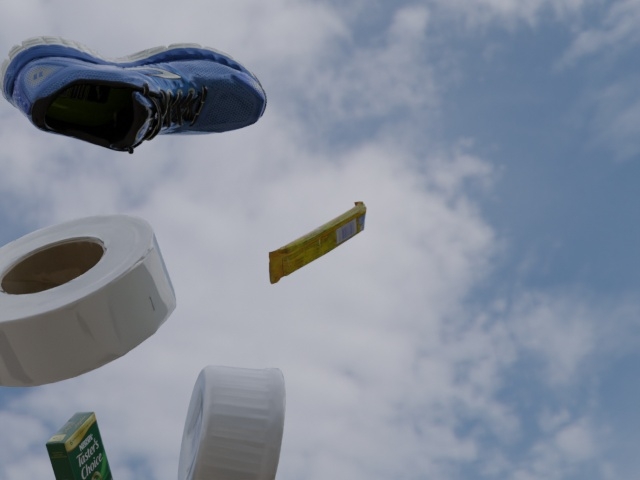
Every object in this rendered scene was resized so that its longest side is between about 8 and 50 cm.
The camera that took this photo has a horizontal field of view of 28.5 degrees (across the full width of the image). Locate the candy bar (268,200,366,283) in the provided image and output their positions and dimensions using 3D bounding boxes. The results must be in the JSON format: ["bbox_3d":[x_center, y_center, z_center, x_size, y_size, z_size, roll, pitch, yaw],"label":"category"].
[{"bbox_3d":[0.000,0.000,1.360,0.161,0.018,0.040,-31,-50,-43],"label":"candy bar"}]

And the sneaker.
[{"bbox_3d":[-0.215,-0.159,1.528,0.329,0.147,0.130,-2,-53,-27],"label":"sneaker"}]

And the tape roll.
[{"bbox_3d":[-0.336,0.073,1.653,0.286,0.286,0.100,-14,-66,6],"label":"tape roll"}]

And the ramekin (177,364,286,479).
[{"bbox_3d":[-0.159,0.347,2.182,0.135,0.277,0.277,12,-42,-12],"label":"ramekin"}]

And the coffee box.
[{"bbox_3d":[-0.389,0.388,2.070,0.040,0.113,0.184,-6,-74,20],"label":"coffee box"}]
